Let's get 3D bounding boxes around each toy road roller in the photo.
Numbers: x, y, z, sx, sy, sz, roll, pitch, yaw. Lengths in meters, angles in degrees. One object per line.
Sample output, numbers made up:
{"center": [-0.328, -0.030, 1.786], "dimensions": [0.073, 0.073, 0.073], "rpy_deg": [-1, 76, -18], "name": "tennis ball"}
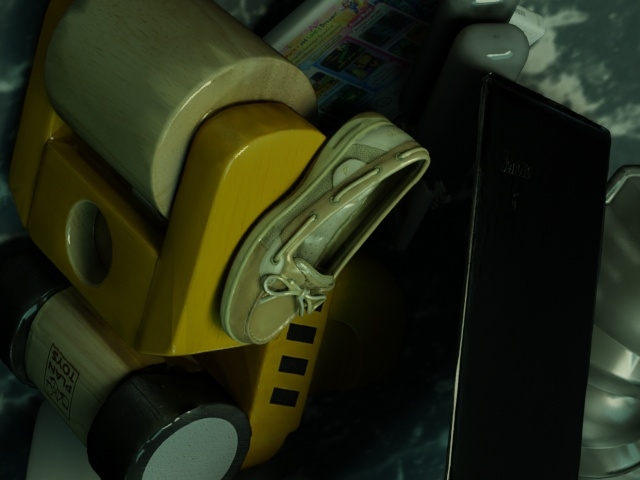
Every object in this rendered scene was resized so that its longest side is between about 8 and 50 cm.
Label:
{"center": [-0.058, -0.003, 1.199], "dimensions": [0.240, 0.202, 0.329], "rpy_deg": [-10, 128, -37], "name": "toy road roller"}

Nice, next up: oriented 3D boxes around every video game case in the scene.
{"center": [0.042, -0.124, 1.225], "dimensions": [0.143, 0.019, 0.157], "rpy_deg": [20, 140, -34], "name": "video game case"}

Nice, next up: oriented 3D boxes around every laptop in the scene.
{"center": [0.036, 0.114, 1.227], "dimensions": [0.408, 0.236, 0.382], "rpy_deg": [-31, 169, 16], "name": "laptop"}

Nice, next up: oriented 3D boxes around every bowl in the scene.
{"center": [-0.145, 0.186, 1.309], "dimensions": [0.053, 0.142, 0.142], "rpy_deg": [-17, 132, 20], "name": "bowl"}

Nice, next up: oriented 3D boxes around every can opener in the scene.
{"center": [0.060, -0.073, 1.187], "dimensions": [0.093, 0.074, 0.280], "rpy_deg": [-2, 157, -16], "name": "can opener"}

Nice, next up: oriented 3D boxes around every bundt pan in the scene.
{"center": [0.300, 0.093, 1.477], "dimensions": [0.330, 0.124, 0.331], "rpy_deg": [-13, 128, -17], "name": "bundt pan"}

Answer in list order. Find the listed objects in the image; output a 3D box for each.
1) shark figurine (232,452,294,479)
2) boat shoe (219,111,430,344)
{"center": [-0.080, 0.265, 1.435], "dimensions": [0.166, 0.116, 0.278], "rpy_deg": [-56, 145, -26], "name": "shark figurine"}
{"center": [0.001, 0.000, 1.054], "dimensions": [0.153, 0.048, 0.056], "rpy_deg": [-51, 142, 2], "name": "boat shoe"}
